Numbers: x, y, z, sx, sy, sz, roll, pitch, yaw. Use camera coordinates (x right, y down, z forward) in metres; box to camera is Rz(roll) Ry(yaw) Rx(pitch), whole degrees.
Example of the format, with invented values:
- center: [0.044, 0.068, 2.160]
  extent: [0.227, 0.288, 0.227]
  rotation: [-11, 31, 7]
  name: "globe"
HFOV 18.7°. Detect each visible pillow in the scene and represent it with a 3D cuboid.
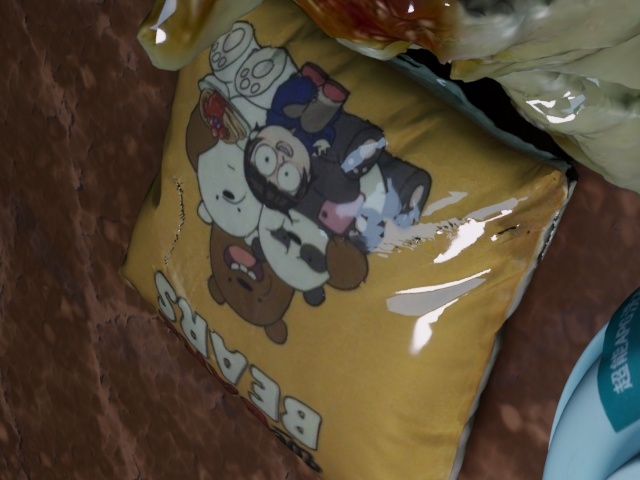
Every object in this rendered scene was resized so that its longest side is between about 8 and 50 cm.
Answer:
- center: [0.000, 0.000, 1.179]
  extent: [0.310, 0.119, 0.312]
  rotation: [39, 132, 26]
  name: "pillow"

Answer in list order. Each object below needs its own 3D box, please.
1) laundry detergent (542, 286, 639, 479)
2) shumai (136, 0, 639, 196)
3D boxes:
- center: [0.262, 0.109, 0.778]
  extent: [0.287, 0.305, 0.287]
  rotation: [25, 126, 41]
  name: "laundry detergent"
- center: [0.075, -0.172, 0.848]
  extent: [0.324, 0.323, 0.397]
  rotation: [-34, 81, 49]
  name: "shumai"
